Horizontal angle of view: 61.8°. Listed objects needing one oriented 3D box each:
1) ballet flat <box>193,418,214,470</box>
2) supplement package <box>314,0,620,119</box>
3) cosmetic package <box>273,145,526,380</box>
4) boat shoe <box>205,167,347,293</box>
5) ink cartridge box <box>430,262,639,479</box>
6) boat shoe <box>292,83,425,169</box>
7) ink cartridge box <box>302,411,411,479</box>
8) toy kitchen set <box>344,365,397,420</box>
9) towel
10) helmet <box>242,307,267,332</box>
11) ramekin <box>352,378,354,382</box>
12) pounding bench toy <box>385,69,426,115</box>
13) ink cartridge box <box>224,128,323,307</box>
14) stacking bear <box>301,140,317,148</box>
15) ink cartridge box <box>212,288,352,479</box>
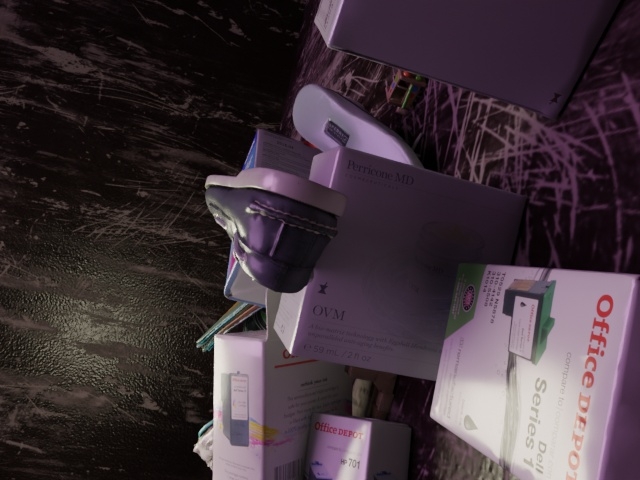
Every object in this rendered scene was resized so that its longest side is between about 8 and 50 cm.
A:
[{"bbox_3d":[-0.100,0.393,1.043,0.409,0.147,0.146,25,-104,-68],"label":"ballet flat"},{"bbox_3d":[0.153,-0.274,0.552,0.145,0.262,0.204,-101,27,-59],"label":"supplement package"},{"bbox_3d":[0.085,0.029,0.624,0.138,0.224,0.224,-170,92,-77],"label":"cosmetic package"},{"bbox_3d":[-0.069,-0.008,0.557,0.319,0.116,0.099,-175,102,-71],"label":"boat shoe"},{"bbox_3d":[0.188,0.103,0.423,0.219,0.093,0.160,175,107,-76],"label":"ink cartridge box"},{"bbox_3d":[0.101,-0.148,0.939,0.367,0.157,0.135,48,125,38],"label":"boat shoe"},{"bbox_3d":[0.043,0.342,0.735,0.140,0.082,0.190,-16,62,52],"label":"ink cartridge box"},{"bbox_3d":[0.066,0.230,0.831,0.068,0.075,0.083,-146,69,-77],"label":"toy kitchen set"},{"bbox_3d":[-0.152,0.135,1.396,0.271,0.040,0.370,-38,4,18],"label":"towel"},{"bbox_3d":[-0.119,0.245,1.373,0.169,0.162,0.169,-167,90,-76],"label":"helmet"},{"bbox_3d":[-0.006,0.214,1.063,0.207,0.109,0.207,-167,90,-76],"label":"ramekin"},{"bbox_3d":[0.158,-0.276,0.976,0.065,0.052,0.083,117,160,-44],"label":"pounding bench toy"},{"bbox_3d":[-0.024,-0.051,1.041,0.395,0.270,0.151,-91,24,-44],"label":"ink cartridge box"},{"bbox_3d":[-0.033,-0.176,1.342,0.289,0.175,0.164,-39,56,21],"label":"stacking bear"},{"bbox_3d":[-0.054,0.246,0.840,0.119,0.207,0.353,-3,84,40],"label":"ink cartridge box"}]
